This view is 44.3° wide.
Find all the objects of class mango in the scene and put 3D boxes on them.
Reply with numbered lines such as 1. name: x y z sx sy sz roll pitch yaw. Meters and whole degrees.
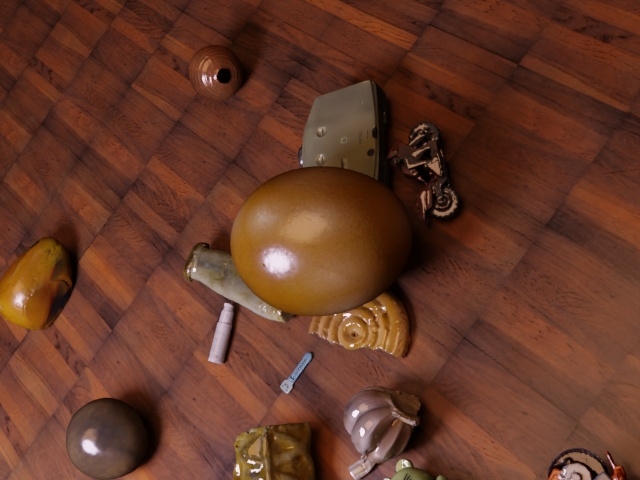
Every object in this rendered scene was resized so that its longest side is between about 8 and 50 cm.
1. mango: -0.738 0.101 2.020 0.166 0.136 0.236 29 82 40

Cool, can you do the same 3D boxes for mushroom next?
1. mushroom: -0.174 0.087 1.702 0.312 0.081 0.100 21 86 32

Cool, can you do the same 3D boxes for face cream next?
1. face cream: -0.212 0.201 1.704 0.034 0.034 0.130 2 73 33

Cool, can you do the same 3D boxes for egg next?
1. egg: 0.000 0.000 1.471 0.351 0.282 0.283 -10 66 23

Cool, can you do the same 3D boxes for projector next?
1. projector: 0.051 -0.190 1.662 0.193 0.088 0.270 -12 65 28

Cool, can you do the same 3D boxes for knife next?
1. knife: -0.048 0.266 1.588 0.027 0.010 0.096 38 93 37

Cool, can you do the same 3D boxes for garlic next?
1. garlic: 0.090 0.347 1.414 0.131 0.127 0.194 -90 23 -56

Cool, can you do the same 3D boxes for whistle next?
1. whistle: 0.198 0.448 1.310 0.227 0.085 0.105 17 83 36

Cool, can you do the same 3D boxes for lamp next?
1. lamp: -0.254 -0.408 1.917 0.136 0.136 0.136 -13 65 28

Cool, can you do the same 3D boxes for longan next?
1. longan: -0.461 0.429 1.699 0.187 0.167 0.167 25 85 16

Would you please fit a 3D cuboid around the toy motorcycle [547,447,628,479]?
1. toy motorcycle: 0.355 0.472 1.162 0.326 0.148 0.221 -46 56 6

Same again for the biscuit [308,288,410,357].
1. biscuit: 0.082 0.147 1.540 0.224 0.033 0.145 13 79 35

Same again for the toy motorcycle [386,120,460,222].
1. toy motorcycle: 0.200 -0.130 1.550 0.118 0.084 0.213 -19 66 16

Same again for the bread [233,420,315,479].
1. bread: -0.084 0.474 1.454 0.152 0.130 0.268 -12 64 18
